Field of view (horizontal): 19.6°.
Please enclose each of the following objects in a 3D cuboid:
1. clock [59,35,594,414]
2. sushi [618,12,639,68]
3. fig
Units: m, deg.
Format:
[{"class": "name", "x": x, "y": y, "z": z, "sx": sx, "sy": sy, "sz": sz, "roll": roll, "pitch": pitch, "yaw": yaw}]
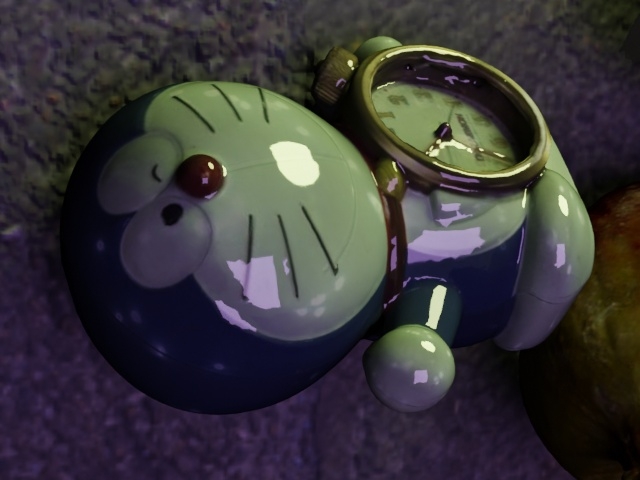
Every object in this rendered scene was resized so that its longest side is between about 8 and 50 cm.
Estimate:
[{"class": "clock", "x": 0.000, "y": 0.000, "z": 0.865, "sx": 0.243, "sy": 0.199, "sz": 0.146, "roll": -5, "pitch": 143, "yaw": -25}, {"class": "sushi", "x": 0.256, "y": -0.150, "z": 0.987, "sx": 0.192, "sy": 0.050, "sz": 0.215, "roll": 32, "pitch": 86, "yaw": -31}, {"class": "fig", "x": 0.167, "y": 0.080, "z": 0.918, "sx": 0.145, "sy": 0.274, "sz": 0.170, "roll": 5, "pitch": 116, "yaw": 13}]
